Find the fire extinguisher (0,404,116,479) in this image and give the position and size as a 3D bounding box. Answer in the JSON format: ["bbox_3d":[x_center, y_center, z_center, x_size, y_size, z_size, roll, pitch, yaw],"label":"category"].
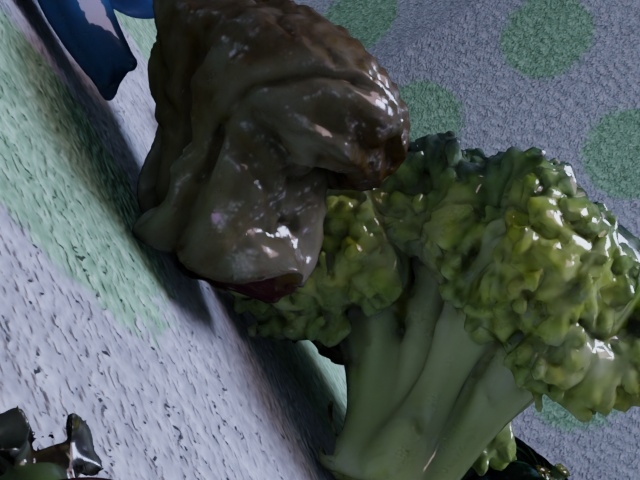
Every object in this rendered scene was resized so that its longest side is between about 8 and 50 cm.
[{"bbox_3d":[-0.059,0.135,0.328,0.099,0.071,0.231,96,-29,-52],"label":"fire extinguisher"}]

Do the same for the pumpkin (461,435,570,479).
[{"bbox_3d":[0.173,0.255,1.091,0.202,0.140,0.202,44,7,-7],"label":"pumpkin"}]

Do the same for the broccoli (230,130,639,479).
[{"bbox_3d":[0.105,0.087,0.939,0.347,0.281,0.293,13,-35,34],"label":"broccoli"}]

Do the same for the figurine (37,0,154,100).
[{"bbox_3d":[-0.156,-0.287,0.907,0.243,0.298,0.416,24,15,-16],"label":"figurine"}]

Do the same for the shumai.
[{"bbox_3d":[-0.070,-0.070,0.818,0.218,0.185,0.184,38,-23,22],"label":"shumai"}]
